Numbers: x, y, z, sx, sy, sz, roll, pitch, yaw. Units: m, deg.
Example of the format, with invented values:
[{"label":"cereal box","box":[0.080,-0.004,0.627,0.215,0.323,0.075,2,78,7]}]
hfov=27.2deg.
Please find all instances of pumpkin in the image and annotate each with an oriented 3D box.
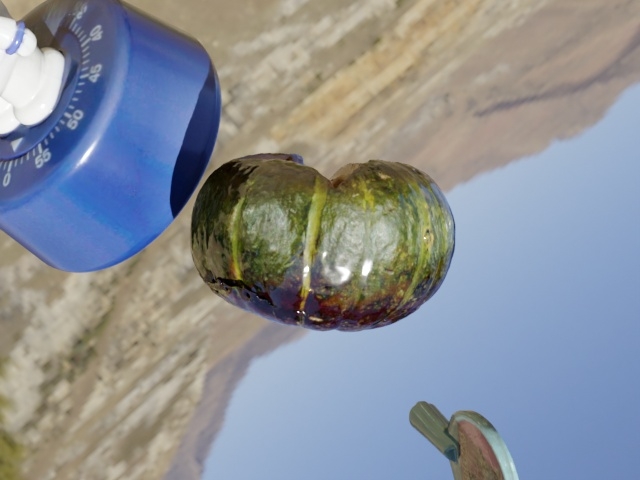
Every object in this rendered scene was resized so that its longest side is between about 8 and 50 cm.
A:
[{"label":"pumpkin","box":[0.001,0.003,1.186,0.238,0.159,0.238,0,-171,0]}]

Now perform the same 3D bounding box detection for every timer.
[{"label":"timer","box":[-0.307,-0.158,1.206,0.270,0.383,0.270,-21,-125,32]}]

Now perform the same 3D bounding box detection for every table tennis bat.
[{"label":"table tennis bat","box":[0.173,0.257,1.575,0.040,0.153,0.244,-14,-155,-19]}]
